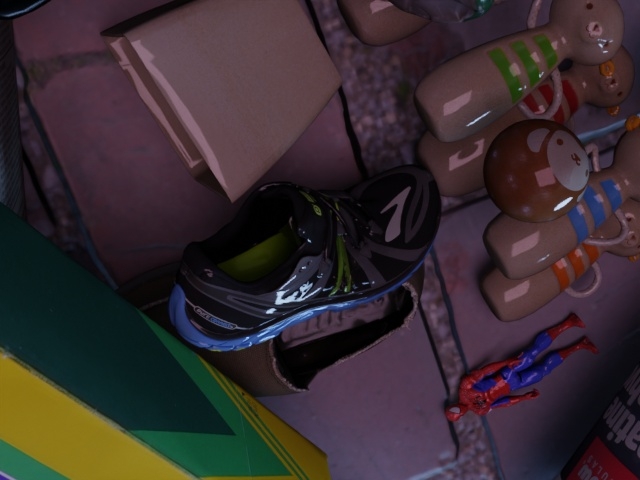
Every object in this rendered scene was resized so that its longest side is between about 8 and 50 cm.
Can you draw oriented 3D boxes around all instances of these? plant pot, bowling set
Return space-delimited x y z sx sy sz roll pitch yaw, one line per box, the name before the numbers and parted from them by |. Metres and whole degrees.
plant pot | -0.053 -0.099 0.641 0.096 0.109 0.109 -35 109 -9
bowling set | 0.147 -0.064 0.639 0.154 0.200 0.287 -30 113 -3

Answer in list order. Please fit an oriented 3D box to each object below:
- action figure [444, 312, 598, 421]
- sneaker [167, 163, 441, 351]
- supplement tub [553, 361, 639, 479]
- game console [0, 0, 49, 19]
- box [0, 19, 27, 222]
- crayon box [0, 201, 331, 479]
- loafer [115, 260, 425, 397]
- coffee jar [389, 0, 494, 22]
action figure | 0.137 0.094 0.769 0.115 0.030 0.038 -31 114 2
sneaker | 0.000 0.000 0.625 0.188 0.067 0.078 -24 144 -29
supplement tub | 0.271 0.166 0.726 0.191 0.191 0.272 30 99 -17
game console | -0.045 -0.227 0.554 0.361 0.044 0.213 -41 119 -24
box | -0.230 -0.133 0.576 0.121 0.148 0.311 -3 105 -9
crayon box | -0.217 0.174 0.605 0.363 0.106 0.313 -33 131 15
loafer | -0.048 0.054 0.692 0.251 0.087 0.094 -24 109 -2
coffee jar | 0.086 -0.214 0.582 0.096 0.079 0.184 39 74 -37
